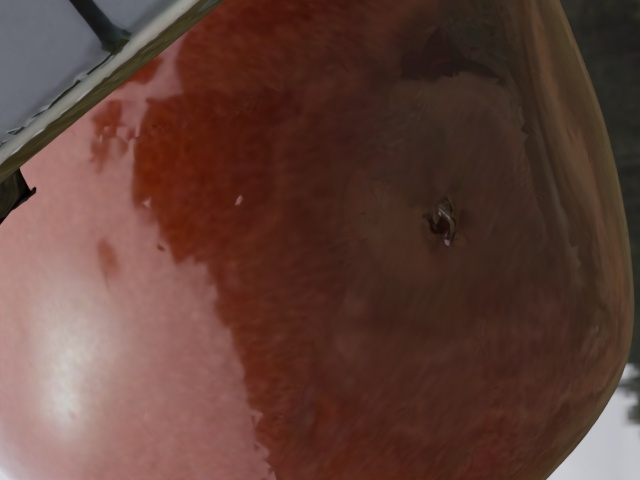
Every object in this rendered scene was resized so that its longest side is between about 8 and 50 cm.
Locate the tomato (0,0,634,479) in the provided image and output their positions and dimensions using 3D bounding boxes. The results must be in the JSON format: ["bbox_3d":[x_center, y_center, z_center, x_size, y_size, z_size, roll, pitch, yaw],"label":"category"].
[{"bbox_3d":[0.000,0.000,0.803,0.341,0.273,0.341,9,-106,-34],"label":"tomato"}]

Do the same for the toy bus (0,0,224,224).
[{"bbox_3d":[-0.058,-0.123,0.397,0.177,0.365,0.202,51,-146,-8],"label":"toy bus"}]
